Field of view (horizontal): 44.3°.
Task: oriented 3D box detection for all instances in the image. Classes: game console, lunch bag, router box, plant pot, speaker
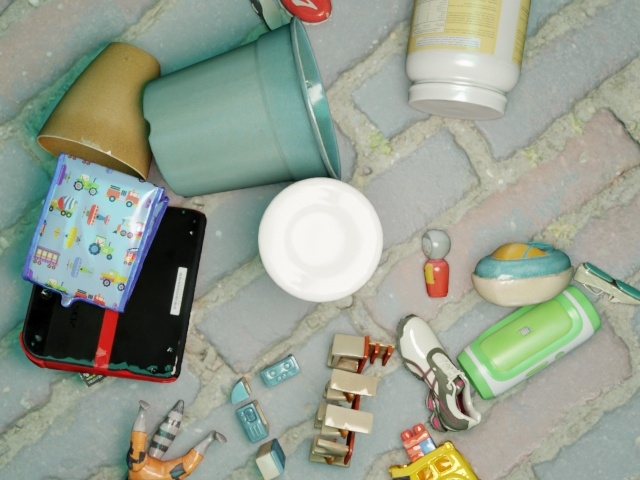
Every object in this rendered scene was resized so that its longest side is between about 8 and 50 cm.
[{"bbox_3d":[-0.440,0.095,1.681,0.341,0.060,0.387,8,72,-4],"label":"game console"},{"bbox_3d":[-0.470,0.000,1.620,0.220,0.138,0.293,19,81,-3],"label":"lunch bag"},{"bbox_3d":[-0.452,0.266,1.707,0.122,0.092,0.038,-33,90,0],"label":"router box"},{"bbox_3d":[-0.436,-0.278,1.661,0.237,0.237,0.254,19,76,0],"label":"plant pot"},{"bbox_3d":[0.446,0.218,1.689,0.296,0.131,0.131,-32,90,0],"label":"speaker"},{"bbox_3d":[-0.161,-0.247,1.608,0.334,0.341,0.341,-13,90,8],"label":"plant pot"}]

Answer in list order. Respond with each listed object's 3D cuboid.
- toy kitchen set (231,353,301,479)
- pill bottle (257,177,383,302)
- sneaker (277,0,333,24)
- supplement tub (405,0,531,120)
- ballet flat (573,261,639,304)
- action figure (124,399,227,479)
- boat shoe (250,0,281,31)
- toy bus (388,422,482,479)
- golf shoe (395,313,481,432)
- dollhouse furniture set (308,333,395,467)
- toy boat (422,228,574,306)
[{"bbox_3d":[-0.086,0.375,1.691,0.166,0.122,0.207,-27,90,0],"label":"toy kitchen set"},{"bbox_3d":[0.000,0.000,1.557,0.224,0.392,0.224,0,89,0],"label":"pill bottle"},{"bbox_3d":[-0.072,-0.590,1.695,0.107,0.118,0.279,-34,90,1],"label":"sneaker"},{"bbox_3d":[0.306,-0.434,1.634,0.241,0.241,0.332,9,90,0],"label":"supplement tub"},{"bbox_3d":[0.637,0.106,1.733,0.168,0.057,0.052,31,118,4],"label":"ballet flat"},{"bbox_3d":[-0.331,0.535,1.704,0.341,0.178,0.330,26,97,-27],"label":"action figure"},{"bbox_3d":[-0.127,-0.514,1.736,0.046,0.038,0.125,-32,97,-42],"label":"boat shoe"},{"bbox_3d":[0.218,0.514,1.689,0.220,0.149,0.211,-32,77,3],"label":"toy bus"},{"bbox_3d":[0.259,0.278,1.682,0.105,0.120,0.273,-27,93,-33],"label":"golf shoe"},{"bbox_3d":[0.073,0.332,1.639,0.135,0.262,0.259,11,59,-2],"label":"dollhouse furniture set"},{"bbox_3d":[0.359,0.051,1.652,0.318,0.267,0.148,1,97,32],"label":"toy boat"}]
